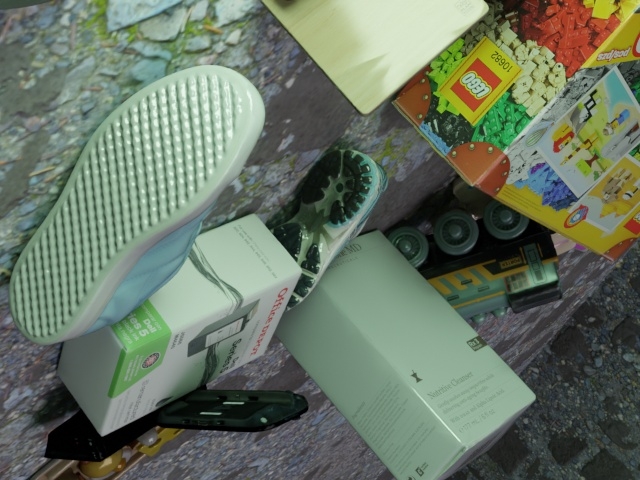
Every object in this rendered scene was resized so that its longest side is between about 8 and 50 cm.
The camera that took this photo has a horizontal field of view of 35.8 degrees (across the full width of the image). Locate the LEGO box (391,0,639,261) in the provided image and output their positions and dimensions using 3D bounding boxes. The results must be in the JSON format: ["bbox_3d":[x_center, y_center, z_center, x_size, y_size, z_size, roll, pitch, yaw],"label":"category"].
[{"bbox_3d":[0.397,-0.205,1.406,0.372,0.193,0.500,-49,145,17],"label":"LEGO box"}]

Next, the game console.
[{"bbox_3d":[-0.187,0.231,1.303,0.361,0.043,0.213,-6,-166,38],"label":"game console"}]

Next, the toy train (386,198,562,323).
[{"bbox_3d":[0.253,0.049,1.687,0.334,0.190,0.142,-18,163,8],"label":"toy train"}]

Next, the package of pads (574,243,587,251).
[{"bbox_3d":[0.467,-0.125,1.806,0.229,0.101,0.296,16,128,-23],"label":"package of pads"}]

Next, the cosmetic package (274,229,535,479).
[{"bbox_3d":[0.116,0.180,1.543,0.217,0.385,0.156,-20,151,-47],"label":"cosmetic package"}]

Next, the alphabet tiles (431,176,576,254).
[{"bbox_3d":[0.353,-0.047,1.777,0.278,0.021,0.284,-27,133,18],"label":"alphabet tiles"}]

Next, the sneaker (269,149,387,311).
[{"bbox_3d":[0.000,0.000,1.382,0.283,0.110,0.122,-49,161,19],"label":"sneaker"}]

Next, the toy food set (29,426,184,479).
[{"bbox_3d":[-0.302,0.353,1.564,0.306,0.092,0.219,-38,158,-6],"label":"toy food set"}]

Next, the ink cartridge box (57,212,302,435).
[{"bbox_3d":[-0.179,0.104,1.265,0.273,0.114,0.198,-24,153,-37],"label":"ink cartridge box"}]

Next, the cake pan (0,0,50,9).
[{"bbox_3d":[-0.187,-0.268,0.634,0.293,0.054,0.293,-35,157,-17],"label":"cake pan"}]

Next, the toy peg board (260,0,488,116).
[{"bbox_3d":[0.052,-0.226,0.989,0.161,0.160,0.079,-41,174,-2],"label":"toy peg board"}]

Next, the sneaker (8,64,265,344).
[{"bbox_3d":[-0.172,-0.039,1.015,0.366,0.135,0.150,-42,168,25],"label":"sneaker"}]
